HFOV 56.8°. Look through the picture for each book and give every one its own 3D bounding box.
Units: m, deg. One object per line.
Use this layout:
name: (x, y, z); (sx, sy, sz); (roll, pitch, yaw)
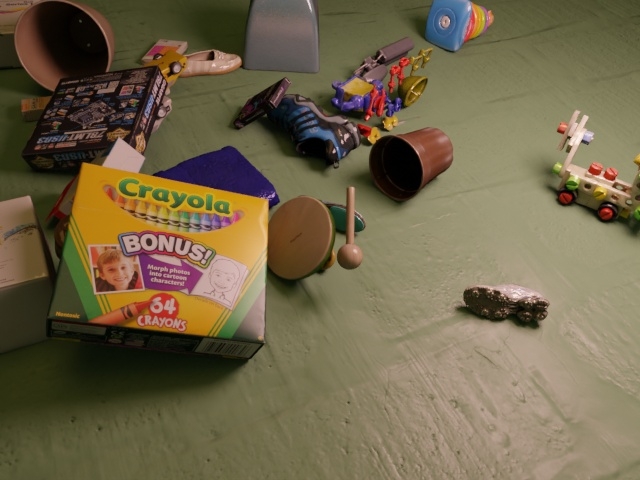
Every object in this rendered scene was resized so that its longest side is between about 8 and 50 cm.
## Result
book: (-0.498, -0.601, 1.894); (0.096, 0.035, 0.144); (10, 45, 9)

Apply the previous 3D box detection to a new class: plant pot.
plant pot: (-0.120, -0.711, 1.883); (0.248, 0.252, 0.247); (2, 46, -2)
plant pot: (-0.711, -0.590, 1.738); (0.257, 0.256, 0.274); (2, 29, -3)
plant pot: (0.237, -0.203, 1.483); (0.167, 0.167, 0.165); (37, 45, 28)

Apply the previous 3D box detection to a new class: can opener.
can opener: (0.211, -0.570, 1.916); (0.283, 0.076, 0.095); (-34, 89, -33)

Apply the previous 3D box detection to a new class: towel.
towel: (-0.278, -0.096, 1.386); (0.308, 0.076, 0.227); (-29, 61, -30)

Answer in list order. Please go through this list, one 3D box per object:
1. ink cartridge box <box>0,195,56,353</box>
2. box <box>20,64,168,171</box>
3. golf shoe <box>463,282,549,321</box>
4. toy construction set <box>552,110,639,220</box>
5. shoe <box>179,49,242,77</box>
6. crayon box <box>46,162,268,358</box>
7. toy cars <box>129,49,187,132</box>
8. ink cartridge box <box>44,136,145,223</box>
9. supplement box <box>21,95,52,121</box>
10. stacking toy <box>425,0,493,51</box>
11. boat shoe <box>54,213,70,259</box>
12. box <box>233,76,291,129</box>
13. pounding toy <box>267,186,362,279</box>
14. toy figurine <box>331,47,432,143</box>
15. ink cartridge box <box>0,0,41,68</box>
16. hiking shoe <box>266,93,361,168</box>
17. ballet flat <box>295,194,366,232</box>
ink cartridge box: (-0.598, 0.065, 1.120); (0.168, 0.171, 0.232); (-16, 48, -20)
box: (-0.563, -0.310, 1.496); (0.296, 0.073, 0.293); (-4, 54, 12)
golf shoe: (0.384, 0.122, 1.243); (0.176, 0.069, 0.086); (12, 25, 3)
toy construction set: (0.702, -0.170, 1.441); (0.151, 0.215, 0.328); (-30, 55, -31)
shoe: (-0.349, -0.556, 1.841); (0.219, 0.058, 0.076); (-15, 49, -19)
crayon box: (-0.285, 0.040, 1.102); (0.363, 0.106, 0.313); (10, 58, -20)
toy cars: (-0.478, -0.392, 1.653); (0.177, 0.087, 0.393); (-3, 48, 8)
ink cartridge box: (-0.505, -0.111, 1.321); (0.078, 0.231, 0.134); (40, 36, -29)
supplement box: (-0.766, -0.364, 1.628); (0.098, 0.036, 0.062); (-12, 47, -16)
stacking toy: (0.530, -0.778, 2.103); (0.302, 0.175, 0.166); (-19, 43, -40)
boat shoe: (-0.360, 0.038, 1.205); (0.341, 0.110, 0.121); (19, 55, -15)
box: (-0.161, -0.376, 1.622); (0.162, 0.029, 0.116); (-17, 37, 40)
pounding toy: (0.000, 0.000, 1.274); (0.237, 0.110, 0.182); (-11, 70, 34)
toy figurine: (0.141, -0.449, 1.700); (0.217, 0.191, 0.362); (24, 47, 25)
ink cartridge box: (-0.969, -0.655, 1.844); (0.201, 0.117, 0.278); (-9, 46, -14)
hiking shoe: (-0.044, -0.299, 1.578); (0.304, 0.113, 0.132); (26, 60, 29)
ballet flat: (0.019, -0.069, 1.390); (0.188, 0.070, 0.070); (16, 46, 6)
